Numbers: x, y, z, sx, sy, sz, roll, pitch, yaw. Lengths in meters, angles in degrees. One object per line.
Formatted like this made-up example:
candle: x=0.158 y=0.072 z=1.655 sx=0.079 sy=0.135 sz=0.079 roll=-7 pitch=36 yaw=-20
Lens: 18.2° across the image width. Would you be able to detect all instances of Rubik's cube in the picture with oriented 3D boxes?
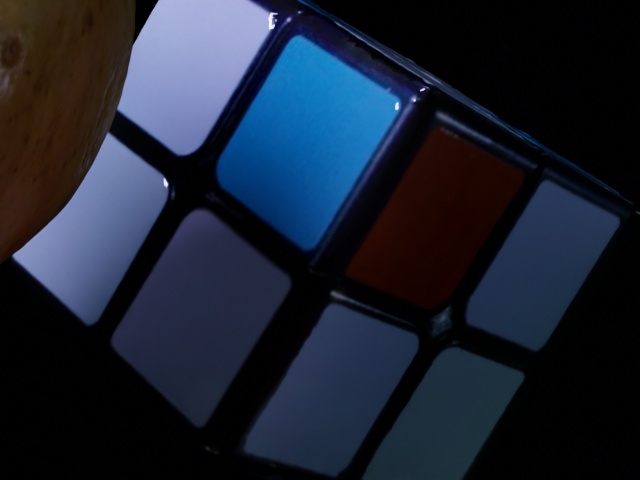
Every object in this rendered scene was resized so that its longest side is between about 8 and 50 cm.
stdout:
Rubik's cube: x=0.001 y=0.000 z=0.891 sx=0.167 sy=0.180 sz=0.183 roll=37 pitch=7 yaw=39

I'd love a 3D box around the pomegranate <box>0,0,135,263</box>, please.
pomegranate: x=-0.157 y=-0.081 z=0.667 sx=0.215 sy=0.215 sz=0.215 roll=31 pitch=6 yaw=-4
